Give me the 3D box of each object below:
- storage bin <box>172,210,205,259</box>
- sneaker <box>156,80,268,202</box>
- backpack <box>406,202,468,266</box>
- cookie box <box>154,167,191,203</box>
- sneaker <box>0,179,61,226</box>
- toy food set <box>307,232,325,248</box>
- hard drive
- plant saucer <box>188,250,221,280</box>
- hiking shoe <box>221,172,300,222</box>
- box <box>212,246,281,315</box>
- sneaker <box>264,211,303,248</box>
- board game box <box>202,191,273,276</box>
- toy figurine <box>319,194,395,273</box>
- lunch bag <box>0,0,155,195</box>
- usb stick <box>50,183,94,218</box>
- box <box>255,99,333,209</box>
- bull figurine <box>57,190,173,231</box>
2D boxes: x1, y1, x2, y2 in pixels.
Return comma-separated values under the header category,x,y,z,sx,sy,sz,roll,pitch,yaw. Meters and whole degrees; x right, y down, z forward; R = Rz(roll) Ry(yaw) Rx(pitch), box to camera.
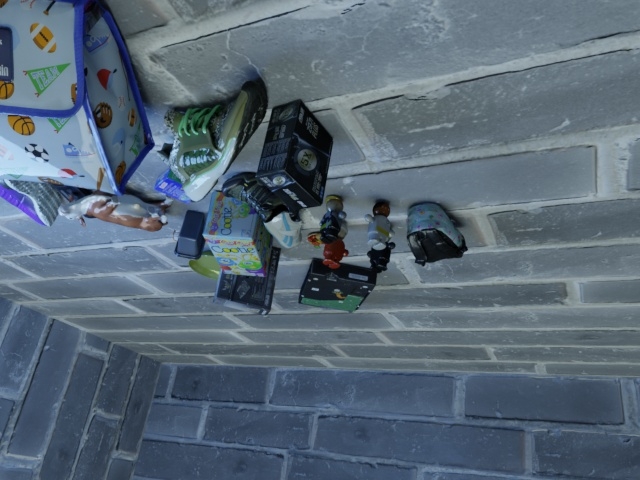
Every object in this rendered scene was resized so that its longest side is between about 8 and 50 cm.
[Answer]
category,x,y,z,sx,sy,sz,roll,pitch,yaw
storage bin,-0.404,-0.025,1.666,0.098,0.135,0.091,11,143,-5
sneaker,-0.264,-0.232,1.194,0.182,0.158,0.410,36,142,-14
backpack,0.300,-0.017,1.472,0.152,0.115,0.182,-21,142,27
cookie box,-0.388,-0.151,1.490,0.107,0.040,0.092,26,150,-32
sneaker,-0.890,-0.150,1.595,0.146,0.102,0.293,9,150,9
toy food set,0.000,0.000,1.705,0.083,0.020,0.082,-11,148,34
hard drive,0.055,0.175,2.001,0.236,0.064,0.339,11,154,-5
plant saucer,-0.363,0.093,1.989,0.241,0.037,0.241,7,155,3
hiking shoe,-0.157,-0.108,1.423,0.226,0.114,0.086,5,154,6
box,-0.238,0.114,1.769,0.183,0.231,0.056,15,150,-15
sneaker,-0.090,-0.044,1.568,0.092,0.087,0.229,-23,157,9
board game box,-0.236,-0.012,1.610,0.142,0.144,0.275,5,155,6
toy figurine,0.103,-0.021,1.502,0.213,0.148,0.209,5,148,12
lunch bag,-0.545,-0.292,1.045,0.327,0.239,0.385,7,138,4
usb stick,-0.731,-0.146,1.602,0.077,0.045,0.278,-3,153,5
box,-0.051,-0.180,1.165,0.077,0.180,0.147,-7,150,32
bull figurine,-0.584,-0.097,1.568,0.310,0.101,0.188,9,157,-35
